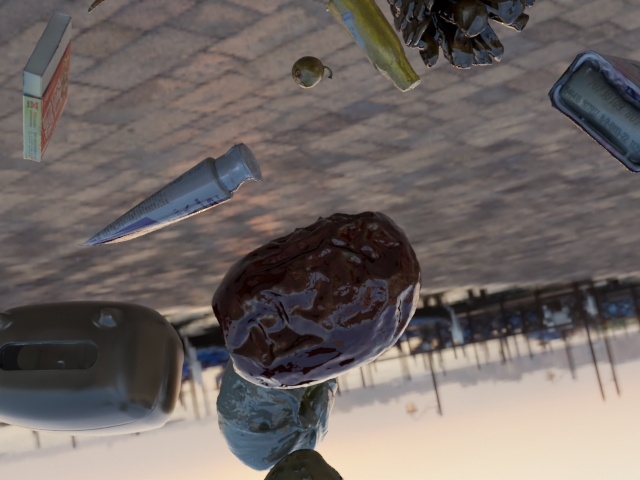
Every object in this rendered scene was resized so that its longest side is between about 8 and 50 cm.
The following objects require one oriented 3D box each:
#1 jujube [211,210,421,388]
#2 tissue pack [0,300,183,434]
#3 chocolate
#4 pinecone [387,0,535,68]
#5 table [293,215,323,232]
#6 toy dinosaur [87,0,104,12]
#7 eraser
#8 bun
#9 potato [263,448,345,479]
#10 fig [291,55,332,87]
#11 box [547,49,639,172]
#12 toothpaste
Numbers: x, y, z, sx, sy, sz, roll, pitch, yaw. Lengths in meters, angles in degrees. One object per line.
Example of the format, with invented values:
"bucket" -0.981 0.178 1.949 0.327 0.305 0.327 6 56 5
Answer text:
"jujube" 0.000 0.106 1.658 0.377 0.276 0.276 -24 170 1
"tissue pack" -0.497 0.259 1.900 0.387 0.267 0.277 -3 158 17
"chocolate" 0.104 -0.364 1.671 0.086 0.219 0.085 -37 177 -2
"pinecone" 0.186 -0.335 1.235 0.201 0.229 0.202 29 129 -28
"table" 0.000 0.000 2.227 0.146 0.062 0.175 -2 131 -50
"toy dinosaur" -0.282 -0.419 1.483 0.187 0.106 0.044 -51 154 -10
"eraser" -0.486 -0.269 1.648 0.038 0.157 0.230 16 143 -6
"bun" -0.079 0.370 2.152 0.194 0.354 0.354 7 -176 40
"potato" -0.035 0.519 1.863 0.160 0.235 0.178 21 -136 32
"fig" -0.009 -0.261 1.437 0.050 0.050 0.083 -19 175 40
"box" 0.503 -0.204 1.453 0.112 0.190 0.370 -55 160 24
"toothpaste" -0.234 -0.056 1.449 0.299 0.073 0.114 -27 177 15
